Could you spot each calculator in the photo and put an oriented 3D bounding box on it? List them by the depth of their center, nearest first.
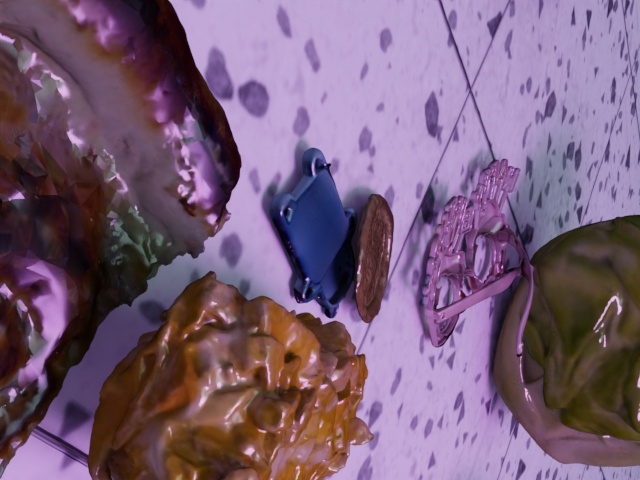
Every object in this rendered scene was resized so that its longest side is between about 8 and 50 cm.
[{"bbox_3d":[0.000,0.000,0.629,0.094,0.019,0.141,-58,144,-31],"label":"calculator"}]

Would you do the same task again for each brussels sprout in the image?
[{"bbox_3d":[0.361,0.112,0.979,0.247,0.328,0.327,-1,99,-47],"label":"brussels sprout"}]

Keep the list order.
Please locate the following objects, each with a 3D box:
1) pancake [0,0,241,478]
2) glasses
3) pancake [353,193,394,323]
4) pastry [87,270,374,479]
[{"bbox_3d":[-0.176,-0.035,0.294,0.427,0.067,0.304,44,63,-55],"label":"pancake"},{"bbox_3d":[0.175,0.014,0.846,0.255,0.095,0.162,-41,127,-50],"label":"glasses"},{"bbox_3d":[0.044,0.015,0.691,0.115,0.011,0.114,6,90,-72],"label":"pancake"},{"bbox_3d":[-0.039,0.110,0.493,0.250,0.103,0.154,44,63,-70],"label":"pastry"}]
